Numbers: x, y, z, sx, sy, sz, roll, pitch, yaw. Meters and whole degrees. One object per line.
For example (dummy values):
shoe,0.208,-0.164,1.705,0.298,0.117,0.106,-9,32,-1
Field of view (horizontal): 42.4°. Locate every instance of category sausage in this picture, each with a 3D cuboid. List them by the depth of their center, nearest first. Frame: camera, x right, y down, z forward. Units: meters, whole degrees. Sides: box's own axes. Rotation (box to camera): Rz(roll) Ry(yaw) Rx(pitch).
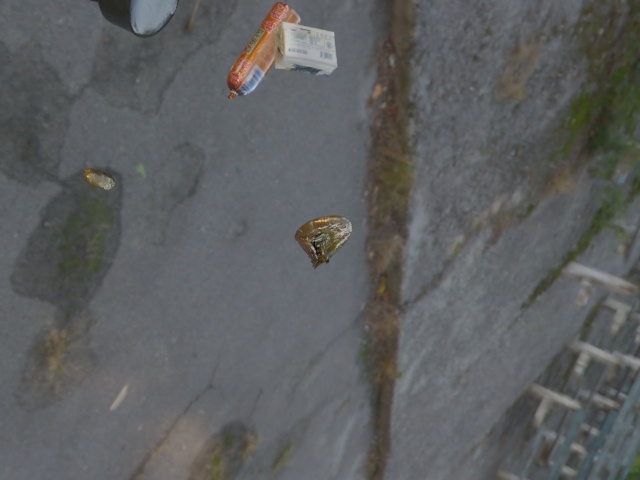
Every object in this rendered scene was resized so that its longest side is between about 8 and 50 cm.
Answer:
sausage,-0.128,-0.392,1.741,0.234,0.071,0.071,-59,157,-14

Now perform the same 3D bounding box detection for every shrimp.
shrimp,-0.001,-0.002,1.699,0.217,0.115,0.051,113,-20,-63

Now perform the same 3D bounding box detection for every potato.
potato,-0.513,-0.143,1.911,0.040,0.051,0.083,-54,144,10

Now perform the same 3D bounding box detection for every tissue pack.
tissue pack,-0.022,-0.268,1.155,0.042,0.083,0.062,-33,-123,58

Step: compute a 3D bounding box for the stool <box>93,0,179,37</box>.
stool,-0.343,-0.473,1.475,0.153,0.139,0.228,-55,163,-24
